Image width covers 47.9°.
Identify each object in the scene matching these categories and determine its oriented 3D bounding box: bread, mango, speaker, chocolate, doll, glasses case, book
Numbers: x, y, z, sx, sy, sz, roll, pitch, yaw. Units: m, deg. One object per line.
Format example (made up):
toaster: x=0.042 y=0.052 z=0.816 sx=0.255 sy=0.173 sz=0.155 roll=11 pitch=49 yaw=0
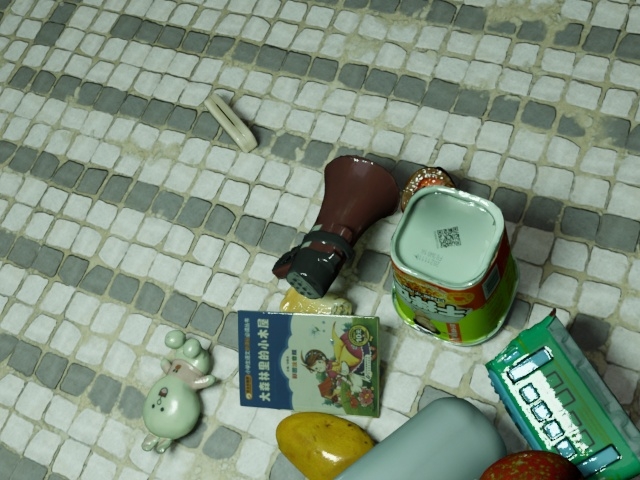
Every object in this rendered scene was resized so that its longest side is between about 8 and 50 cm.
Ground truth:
bread: x=-0.007 y=0.166 z=1.646 sx=0.177 sy=0.084 sz=0.119 roll=27 pitch=82 yaw=22
mango: x=0.006 y=0.437 z=1.512 sx=0.227 sy=0.109 sz=0.147 roll=14 pitch=73 yaw=20
speaker: x=-0.003 y=-0.023 z=1.633 sx=0.259 sy=0.198 sz=0.329 roll=9 pitch=50 yaw=38
chocolate: x=0.244 y=-0.098 z=1.674 sx=0.133 sy=0.127 sz=0.124 roll=-31 pitch=49 yaw=-5
doll: x=-0.321 y=0.347 z=1.638 sx=0.155 sy=0.113 sz=0.274 roll=8 pitch=76 yaw=26
glasses case: x=-0.239 y=-0.312 z=1.913 sx=0.050 sy=0.083 sz=0.196 roll=-39 pitch=62 yaw=-3
book: x=-0.029 y=0.269 z=1.587 sx=0.323 sy=0.018 sz=0.228 roll=0 pitch=96 yaw=14

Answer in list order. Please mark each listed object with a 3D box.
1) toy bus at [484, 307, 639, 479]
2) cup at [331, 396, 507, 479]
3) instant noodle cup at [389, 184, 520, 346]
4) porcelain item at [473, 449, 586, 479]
toy bus: x=0.476 y=0.328 z=1.407 sx=0.199 sy=0.183 sz=0.343 roll=-33 pitch=62 yaw=8
cup: x=0.197 y=0.456 z=1.388 sx=0.312 sy=0.205 sz=0.205 roll=-34 pitch=63 yaw=-16
instant noodle cup: x=0.274 y=0.047 z=1.506 sx=0.294 sy=0.308 sz=0.293 roll=-5 pitch=65 yaw=11
porcelain item: x=0.341 y=0.476 z=1.229 sx=0.253 sy=0.253 sz=0.252 roll=-5 pitch=66 yaw=12
